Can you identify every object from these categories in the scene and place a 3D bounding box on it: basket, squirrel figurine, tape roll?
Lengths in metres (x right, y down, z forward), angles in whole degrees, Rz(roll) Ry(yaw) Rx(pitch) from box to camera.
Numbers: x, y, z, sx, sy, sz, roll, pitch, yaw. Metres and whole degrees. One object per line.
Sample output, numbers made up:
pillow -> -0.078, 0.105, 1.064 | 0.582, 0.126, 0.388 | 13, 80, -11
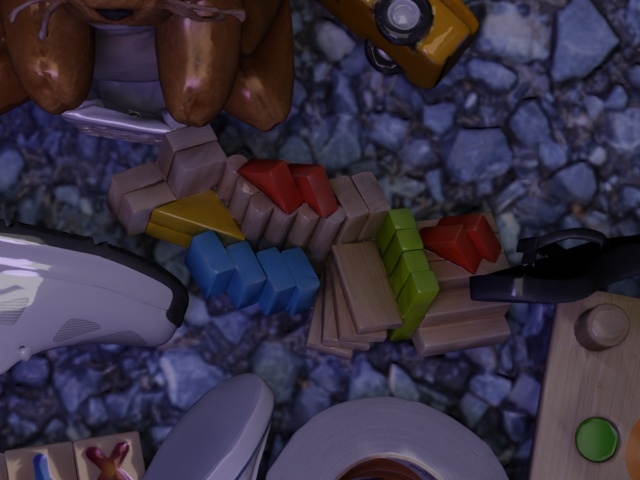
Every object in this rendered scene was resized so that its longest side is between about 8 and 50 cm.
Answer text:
basket -> -0.157, -0.168, 1.490 | 0.113, 0.103, 0.167 | 9, 80, -1
squirrel figurine -> -0.140, -0.284, 1.267 | 0.281, 0.370, 0.397 | 9, 80, 0
tape roll -> 0.053, 0.244, 1.425 | 0.219, 0.072, 0.219 | 3, 66, -7

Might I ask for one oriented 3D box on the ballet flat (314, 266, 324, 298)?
ballet flat -> 0.016, 0.040, 1.500 | 0.114, 0.041, 0.041 | 21, 81, 1

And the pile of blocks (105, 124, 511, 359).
pile of blocks -> 0.000, 0.000, 1.426 | 0.362, 0.112, 0.149 | 14, 55, -7

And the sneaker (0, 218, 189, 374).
sneaker -> -0.337, 0.106, 1.383 | 0.448, 0.169, 0.257 | 9, 82, -20

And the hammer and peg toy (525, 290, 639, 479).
hammer and peg toy -> 0.301, 0.237, 1.440 | 0.266, 0.127, 0.361 | 10, 81, -3

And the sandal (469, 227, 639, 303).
sandal -> 0.206, 0.012, 1.432 | 0.097, 0.254, 0.054 | -1, 98, 38

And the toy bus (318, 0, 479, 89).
toy bus -> 0.011, -0.287, 1.516 | 0.333, 0.108, 0.130 | 42, 80, 4

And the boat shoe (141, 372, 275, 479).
boat shoe -> -0.101, 0.230, 1.384 | 0.084, 0.095, 0.258 | 45, 67, -33

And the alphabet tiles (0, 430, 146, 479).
alphabet tiles -> -0.201, 0.334, 1.369 | 0.285, 0.011, 0.342 | -7, 79, -20
